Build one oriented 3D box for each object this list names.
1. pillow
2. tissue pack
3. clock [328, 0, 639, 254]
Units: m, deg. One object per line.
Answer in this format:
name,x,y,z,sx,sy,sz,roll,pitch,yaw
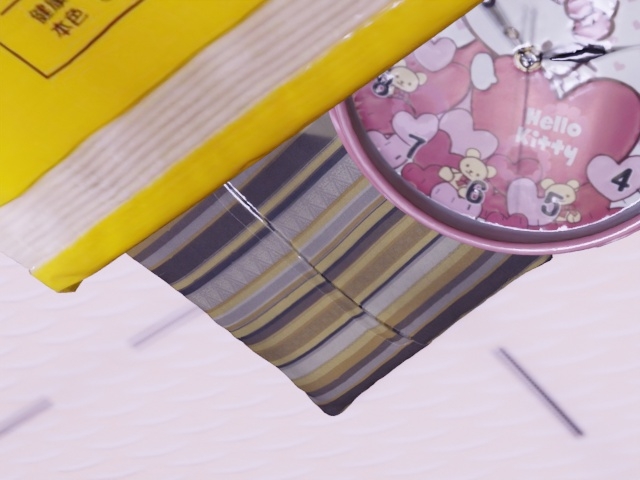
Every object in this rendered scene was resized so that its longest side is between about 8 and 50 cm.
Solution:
pillow,0.000,0.000,1.140,0.212,0.052,0.208,39,121,-17
tissue pack,-0.051,-0.198,0.846,0.382,0.293,0.228,-33,121,33
clock,0.118,-0.100,1.019,0.244,0.056,0.244,5,118,9
